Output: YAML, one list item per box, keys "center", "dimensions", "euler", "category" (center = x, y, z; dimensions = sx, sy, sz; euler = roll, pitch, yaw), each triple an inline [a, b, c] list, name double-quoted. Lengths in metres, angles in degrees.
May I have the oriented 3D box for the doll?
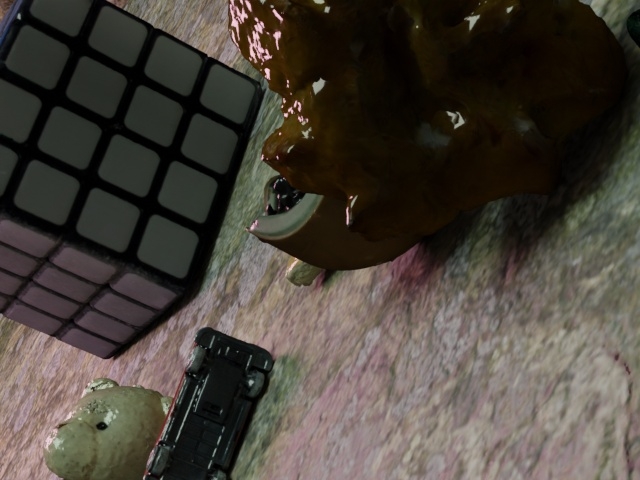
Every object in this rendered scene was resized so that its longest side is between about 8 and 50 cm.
- center: [-0.243, 0.284, 1.489]
  dimensions: [0.175, 0.149, 0.278]
  euler: [11, 88, 39]
  category: "doll"

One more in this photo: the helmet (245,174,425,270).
- center: [0.044, -0.062, 1.141]
  dimensions: [0.198, 0.130, 0.224]
  euler: [-49, 9, 35]
  category: "helmet"

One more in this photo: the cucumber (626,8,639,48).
- center: [0.222, -0.128, 0.884]
  dimensions: [0.032, 0.032, 0.133]
  euler: [-62, 19, 5]
  category: "cucumber"

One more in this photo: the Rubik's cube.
- center: [-0.327, -0.087, 1.877]
  dimensions: [0.344, 0.343, 0.337]
  euler: [-36, 33, 59]
  category: "Rubik's cube"

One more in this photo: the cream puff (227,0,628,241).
- center: [0.072, -0.119, 0.956]
  dimensions: [0.155, 0.269, 0.241]
  euler: [-82, -10, -70]
  category: "cream puff"

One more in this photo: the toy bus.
- center: [-0.113, 0.176, 1.352]
  dimensions: [0.077, 0.079, 0.174]
  euler: [144, 147, -72]
  category: "toy bus"

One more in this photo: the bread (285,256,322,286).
- center: [0.000, 0.000, 1.336]
  dimensions: [0.070, 0.035, 0.083]
  euler: [-47, 18, 42]
  category: "bread"
